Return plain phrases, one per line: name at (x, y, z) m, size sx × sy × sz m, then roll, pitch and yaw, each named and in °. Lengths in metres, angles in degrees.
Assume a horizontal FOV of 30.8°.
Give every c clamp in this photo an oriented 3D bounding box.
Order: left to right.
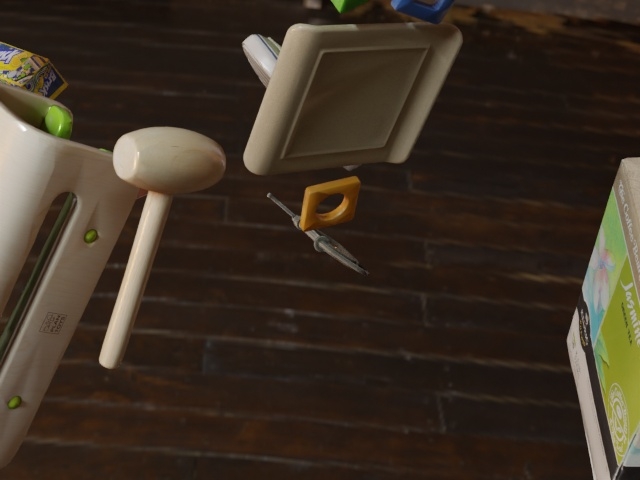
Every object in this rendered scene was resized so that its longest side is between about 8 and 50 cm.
c clamp at (0.000, 0.000, 1.590) m, size 0.137 × 0.022 × 0.160 m, roll 36°, pitch 3°, yaw -29°

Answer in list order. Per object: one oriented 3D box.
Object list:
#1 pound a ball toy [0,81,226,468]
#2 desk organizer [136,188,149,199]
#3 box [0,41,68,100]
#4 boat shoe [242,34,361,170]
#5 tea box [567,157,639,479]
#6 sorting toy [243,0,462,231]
pound a ball toy at (-0.230, 0.022, 0.848) m, size 0.135 × 0.319 × 0.208 m, roll 14°, pitch 17°, yaw -47°
desk organizer at (-0.286, -0.101, 1.831) m, size 0.047 × 0.050 × 0.130 m, roll -56°, pitch 17°, yaw -18°
box at (-0.445, -0.243, 1.697) m, size 0.169 × 0.054 × 0.059 m, roll 24°, pitch 65°, yaw 42°
boat shoe at (-0.013, -0.252, 2.008) m, size 0.094 × 0.109 × 0.302 m, roll -41°, pitch 81°, yaw -7°
tea box at (0.436, 0.095, 1.109) m, size 0.329 × 0.323 × 0.220 m, roll -2°, pitch 52°, yaw 0°
sorting toy at (0.027, -0.149, 1.177) m, size 0.196 × 0.348 × 0.047 m, roll -5°, pitch 46°, yaw -31°
